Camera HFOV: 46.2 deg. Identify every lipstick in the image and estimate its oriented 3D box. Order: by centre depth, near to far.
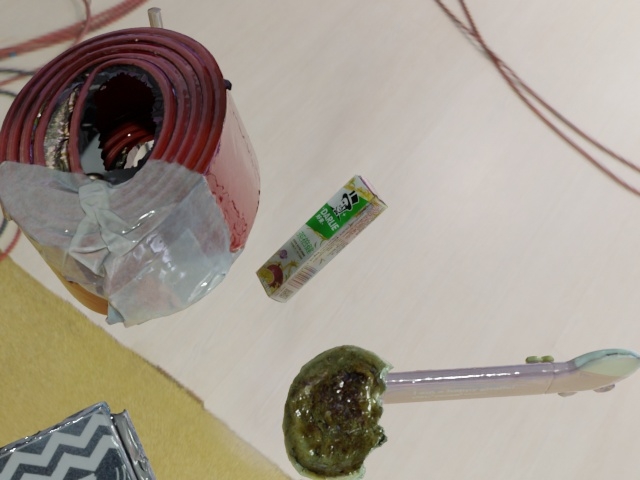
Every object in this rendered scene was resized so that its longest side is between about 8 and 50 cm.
[{"bbox_3d":[-0.202,-0.248,0.953,0.019,0.094,0.019,-3,38,2],"label":"lipstick"}]

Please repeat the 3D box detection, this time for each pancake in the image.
[{"bbox_3d":[0.012,0.162,0.703,0.116,0.022,0.129,-7,62,29],"label":"pancake"}]

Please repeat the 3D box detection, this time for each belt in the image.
[{"bbox_3d":[-0.174,-0.071,0.703,0.227,0.115,0.323,-21,48,0],"label":"belt"}]

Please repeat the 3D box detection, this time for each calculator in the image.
[{"bbox_3d":[-0.224,0.306,0.737,0.166,0.028,0.274,-22,103,-17],"label":"calculator"}]

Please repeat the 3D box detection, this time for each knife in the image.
[{"bbox_3d":[0.193,0.173,0.937,0.399,0.132,0.038,-5,55,0],"label":"knife"}]

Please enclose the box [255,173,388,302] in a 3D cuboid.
[{"bbox_3d":[0.000,0.000,1.015,0.207,0.041,0.050,-44,52,15],"label":"box"}]
